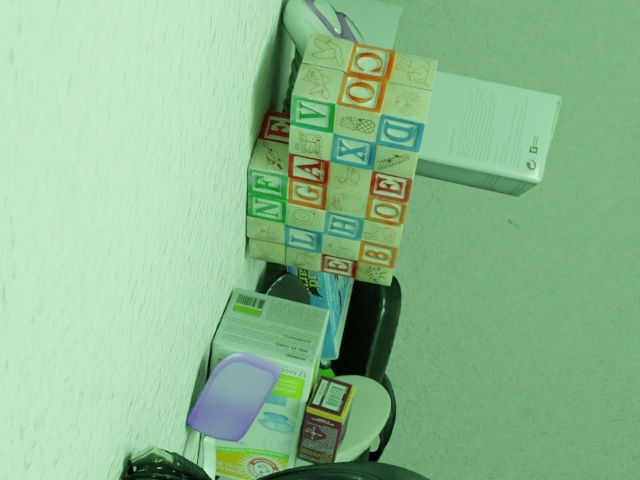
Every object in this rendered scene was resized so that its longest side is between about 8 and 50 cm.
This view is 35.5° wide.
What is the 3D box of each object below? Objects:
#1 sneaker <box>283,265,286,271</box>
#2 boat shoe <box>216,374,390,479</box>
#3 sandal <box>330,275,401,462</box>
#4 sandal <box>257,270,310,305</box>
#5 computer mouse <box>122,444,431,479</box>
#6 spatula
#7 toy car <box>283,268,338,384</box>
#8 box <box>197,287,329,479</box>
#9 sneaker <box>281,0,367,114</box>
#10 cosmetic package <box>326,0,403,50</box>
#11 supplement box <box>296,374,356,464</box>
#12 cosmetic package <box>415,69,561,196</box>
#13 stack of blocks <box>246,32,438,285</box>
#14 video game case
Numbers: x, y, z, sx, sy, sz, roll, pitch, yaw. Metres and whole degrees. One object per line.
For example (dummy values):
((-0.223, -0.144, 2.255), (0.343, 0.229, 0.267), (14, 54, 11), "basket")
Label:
((-0.029, 0.053, 1.773), (0.091, 0.094, 0.258), (-57, 167, -16), "sneaker")
((-0.039, 0.335, 1.456), (0.340, 0.127, 0.158), (-31, 152, -36), "boat shoe")
((0.073, 0.271, 1.671), (0.167, 0.107, 0.446), (29, -74, 59), "sandal")
((-0.059, 0.168, 1.355), (0.097, 0.054, 0.254), (23, 76, -43), "sandal")
((0.005, 0.197, 0.730), (0.188, 0.272, 0.072), (48, 51, -42), "computer mouse")
((-0.120, 0.252, 0.994), (0.084, 0.030, 0.296), (29, 75, -42), "spatula")
((-0.027, 0.187, 1.650), (0.225, 0.053, 0.239), (59, -24, 33), "toy car")
((-0.066, 0.172, 1.135), (0.103, 0.114, 0.203), (-72, 175, -55), "box")
((0.005, -0.142, 1.122), (0.305, 0.152, 0.114), (59, 12, -51), "sneaker")
((0.033, -0.227, 1.327), (0.085, 0.117, 0.231), (100, 5, -48), "cosmetic package")
((0.006, 0.198, 1.091), (0.055, 0.043, 0.083), (-63, 166, -54), "supplement box")
((0.181, -0.193, 1.687), (0.217, 0.385, 0.156), (94, 10, -86), "cosmetic package")
((0.015, -0.077, 1.063), (0.297, 0.171, 0.087), (96, 7, -57), "stack of blocks")
((0.000, 0.000, 1.503), (0.244, 0.061, 0.269), (-76, 161, -59), "video game case")
